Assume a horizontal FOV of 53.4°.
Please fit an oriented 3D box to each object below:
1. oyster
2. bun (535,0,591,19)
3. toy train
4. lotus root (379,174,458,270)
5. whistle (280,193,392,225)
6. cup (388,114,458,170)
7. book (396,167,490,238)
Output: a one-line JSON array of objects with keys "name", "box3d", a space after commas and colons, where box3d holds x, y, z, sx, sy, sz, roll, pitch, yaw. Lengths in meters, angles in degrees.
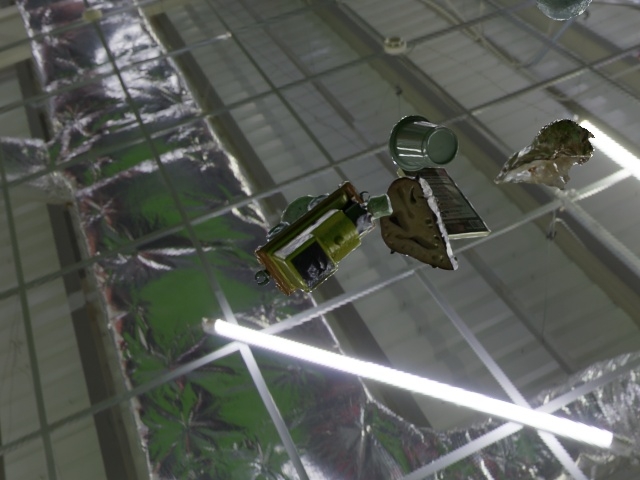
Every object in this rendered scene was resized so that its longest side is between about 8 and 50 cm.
[{"name": "oyster", "box3d": [0.475, -0.176, 1.333, 0.162, 0.233, 0.107, -3, -105, -20]}, {"name": "bun", "box3d": [0.602, -0.617, 1.571, 0.141, 0.083, 0.140, -8, -118, 15]}, {"name": "toy train", "box3d": [0.000, 0.000, 0.928, 0.219, 0.089, 0.127, -38, -160, -12]}, {"name": "lotus root", "box3d": [0.240, -0.037, 1.636, 0.170, 0.260, 0.074, -13, -175, 23]}, {"name": "whistle", "box3d": [0.024, -0.046, 1.357, 0.258, 0.067, 0.126, -15, -90, 9]}, {"name": "cup", "box3d": [0.220, -0.201, 1.331, 0.120, 0.120, 0.141, -29, -159, -18]}, {"name": "book", "box3d": [0.361, -0.114, 1.863, 0.202, 0.027, 0.264, -6, -126, -39]}]
